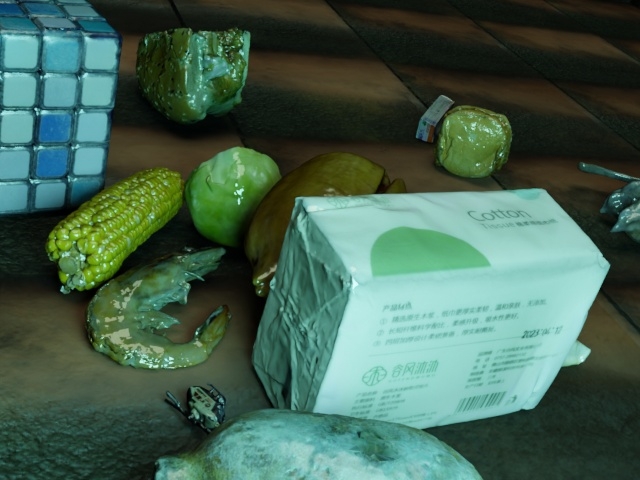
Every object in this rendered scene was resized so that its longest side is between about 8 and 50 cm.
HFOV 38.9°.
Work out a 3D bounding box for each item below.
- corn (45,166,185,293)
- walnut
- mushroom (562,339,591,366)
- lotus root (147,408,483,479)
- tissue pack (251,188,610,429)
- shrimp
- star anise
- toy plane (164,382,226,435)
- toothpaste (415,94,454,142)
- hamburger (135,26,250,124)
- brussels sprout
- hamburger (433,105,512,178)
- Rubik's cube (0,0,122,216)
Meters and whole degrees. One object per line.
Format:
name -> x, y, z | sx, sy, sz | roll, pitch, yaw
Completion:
corn -> -0.281, -0.030, 1.278 | 0.101, 0.102, 0.313 | 18, 27, 7
walnut -> 0.000, 0.000, 1.240 | 0.209, 0.209, 0.336 | 25, 34, 20
mushroom -> 0.278, 0.124, 1.287 | 0.209, 0.084, 0.071 | 29, 73, 14
lotus root -> 0.011, 0.243, 0.861 | 0.349, 0.175, 0.175 | 14, 29, 1
tissue pack -> 0.125, 0.084, 1.080 | 0.356, 0.266, 0.194 | -2, 38, -27
shrimp -> -0.187, 0.085, 1.164 | 0.173, 0.058, 0.253 | 37, 39, 22
star anise -> 0.649, -0.055, 1.683 | 0.359, 0.139, 0.316 | 20, 23, 11
toy plane -> -0.124, 0.198, 1.014 | 0.049, 0.031, 0.120 | -21, 42, -38
toothpaste -> 0.252, -0.267, 1.973 | 0.040, 0.047, 0.196 | 17, 29, 13
hamburger -> -0.242, -0.314, 1.717 | 0.167, 0.192, 0.288 | 0, 6, -34
brussels sprout -> -0.121, -0.053, 1.345 | 0.151, 0.149, 0.122 | -13, 60, -8
hamburger -> 0.296, -0.190, 1.764 | 0.147, 0.138, 0.083 | 15, 24, 16
Rubik's cube -> -0.483, -0.222, 1.326 | 0.291, 0.293, 0.287 | -8, 36, -31
